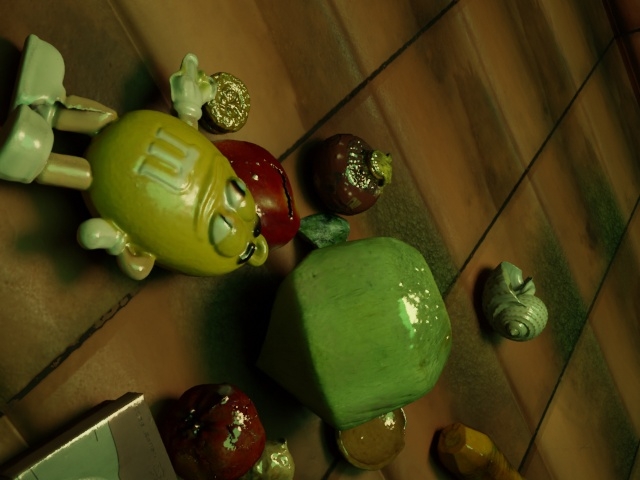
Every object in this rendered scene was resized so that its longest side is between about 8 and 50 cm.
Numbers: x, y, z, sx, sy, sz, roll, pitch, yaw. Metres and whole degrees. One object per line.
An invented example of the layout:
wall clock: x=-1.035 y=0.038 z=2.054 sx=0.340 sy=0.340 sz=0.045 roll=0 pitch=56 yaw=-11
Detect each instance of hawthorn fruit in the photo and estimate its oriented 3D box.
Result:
hawthorn fruit: x=-0.149 y=0.289 z=1.184 sx=0.172 sy=0.148 sz=0.148 roll=48 pitch=48 yaw=-53

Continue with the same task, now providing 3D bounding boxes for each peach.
peach: x=-0.119 y=-0.083 z=1.346 sx=0.279 sy=0.068 sz=0.189 roll=17 pitch=68 yaw=-46

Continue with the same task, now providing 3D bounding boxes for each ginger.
ginger: x=-0.076 y=0.420 z=1.283 sx=0.104 sy=0.080 sz=0.204 roll=-14 pitch=91 yaw=-25

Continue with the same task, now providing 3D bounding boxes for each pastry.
pastry: x=-0.162 y=-0.226 z=1.335 sx=0.109 sy=0.057 sz=0.097 roll=30 pitch=66 yaw=-39

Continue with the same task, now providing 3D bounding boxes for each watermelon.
watermelon: x=0.006 y=-0.009 z=1.493 sx=0.101 sy=0.080 sz=0.155 roll=34 pitch=52 yaw=3

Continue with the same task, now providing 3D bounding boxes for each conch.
conch: x=0.449 y=0.153 z=1.906 sx=0.172 sy=0.131 sz=0.200 roll=37 pitch=22 yaw=-8

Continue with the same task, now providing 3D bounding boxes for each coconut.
coconut: x=0.045 y=0.153 z=1.321 sx=0.328 sy=0.328 sz=0.281 roll=28 pitch=31 yaw=-43

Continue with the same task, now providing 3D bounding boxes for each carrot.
carrot: x=0.358 y=0.498 z=1.744 sx=0.302 sy=0.114 sz=0.114 roll=46 pitch=51 yaw=-34

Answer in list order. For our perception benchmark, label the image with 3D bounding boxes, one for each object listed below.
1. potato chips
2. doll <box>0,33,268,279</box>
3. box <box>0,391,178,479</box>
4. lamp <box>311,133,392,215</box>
potato chips: x=0.089 y=0.350 z=1.509 sx=0.201 sy=0.049 sz=0.150 roll=-23 pitch=96 yaw=-47
doll: x=-0.258 y=-0.112 z=1.129 sx=0.423 sy=0.161 sz=0.348 roll=-4 pitch=81 yaw=-44
box: x=-0.291 y=0.339 z=1.045 sx=0.215 sy=0.086 sz=0.215 roll=-31 pitch=106 yaw=-48
lamp: x=0.061 y=-0.127 z=1.508 sx=0.157 sy=0.135 sz=0.156 roll=-47 pitch=117 yaw=-41
